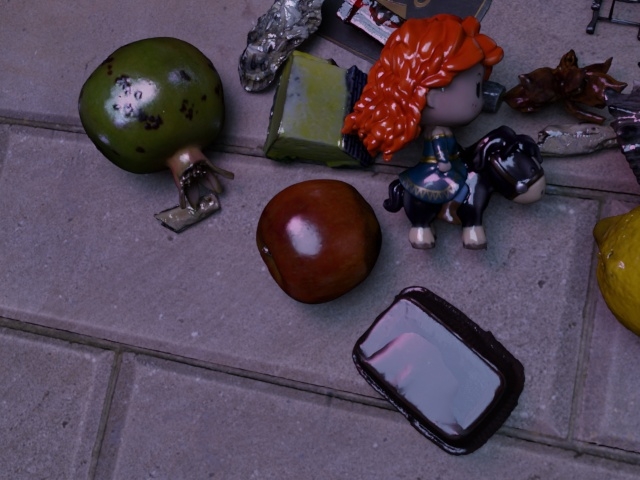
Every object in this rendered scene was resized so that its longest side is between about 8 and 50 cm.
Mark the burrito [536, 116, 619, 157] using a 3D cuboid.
[{"bbox_3d":[0.493,-0.191,1.350,0.229,0.058,0.063,-10,82,16],"label":"burrito"}]

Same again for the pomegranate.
[{"bbox_3d":[-0.314,-0.234,1.455,0.290,0.291,0.323,-29,63,8],"label":"pomegranate"}]

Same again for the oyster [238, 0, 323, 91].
[{"bbox_3d":[-0.082,-0.422,1.516,0.252,0.087,0.199,-20,63,42],"label":"oyster"}]

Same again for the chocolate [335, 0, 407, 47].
[{"bbox_3d":[0.119,-0.426,1.474,0.182,0.028,0.086,40,94,5],"label":"chocolate"}]

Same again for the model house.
[{"bbox_3d":[0.014,-0.245,1.468,0.211,0.170,0.194,11,74,-11],"label":"model house"}]

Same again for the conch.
[{"bbox_3d":[0.539,-0.174,1.153,0.240,0.313,0.186,46,118,39],"label":"conch"}]

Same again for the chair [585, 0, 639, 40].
[{"bbox_3d":[0.572,-0.493,1.361,0.113,0.106,0.229,16,83,15],"label":"chair"}]

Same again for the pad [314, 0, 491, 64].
[{"bbox_3d":[0.147,-0.513,1.502,0.375,0.063,0.315,31,88,18],"label":"pad"}]

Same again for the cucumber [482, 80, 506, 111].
[{"bbox_3d":[0.293,-0.277,1.420,0.112,0.064,0.064,10,82,15],"label":"cucumber"}]

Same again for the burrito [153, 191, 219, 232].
[{"bbox_3d":[-0.275,-0.055,1.540,0.149,0.041,0.055,-21,61,14],"label":"burrito"}]

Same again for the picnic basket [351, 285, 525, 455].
[{"bbox_3d":[0.202,0.221,1.311,0.297,0.129,0.222,40,90,17],"label":"picnic basket"}]

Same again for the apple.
[{"bbox_3d":[0.000,0.000,1.371,0.230,0.230,0.230,-3,79,15],"label":"apple"}]

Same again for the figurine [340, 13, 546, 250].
[{"bbox_3d":[0.219,-0.179,1.314,0.306,0.241,0.412,-28,92,31],"label":"figurine"}]

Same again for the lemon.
[{"bbox_3d":[0.577,0.057,1.180,0.320,0.245,0.245,31,89,24],"label":"lemon"}]

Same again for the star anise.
[{"bbox_3d":[0.425,-0.274,1.333,0.196,0.212,0.111,-4,120,-11],"label":"star anise"}]
